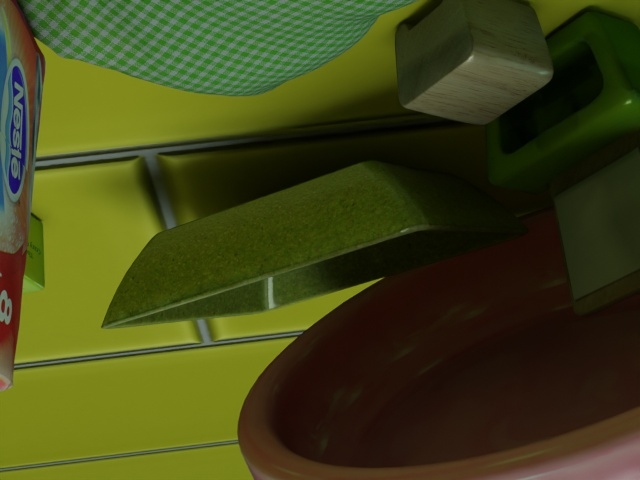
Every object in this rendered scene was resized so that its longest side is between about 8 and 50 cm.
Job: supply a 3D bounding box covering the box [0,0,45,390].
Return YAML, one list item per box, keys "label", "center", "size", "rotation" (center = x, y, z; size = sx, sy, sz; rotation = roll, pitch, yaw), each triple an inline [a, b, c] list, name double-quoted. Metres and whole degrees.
- label: "box"
  center: [-0.258, -0.033, 0.386]
  size: [0.300, 0.142, 0.154]
  rotation: [-1, 158, 3]

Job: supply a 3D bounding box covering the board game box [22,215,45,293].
- label: "board game box"
  center: [-0.225, -0.012, 0.614]
  size: [0.092, 0.043, 0.181]
  rotation: [-12, 157, 11]

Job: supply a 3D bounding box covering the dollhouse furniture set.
- label: "dollhouse furniture set"
  center: [0.044, -0.057, 0.448]
  size: [0.302, 0.151, 0.197]
  rotation: [9, 152, -34]

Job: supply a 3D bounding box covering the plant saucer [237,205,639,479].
- label: "plant saucer"
  center: [0.123, 0.068, 0.625]
  size: [0.332, 0.084, 0.332]
  rotation: [-21, -165, 6]

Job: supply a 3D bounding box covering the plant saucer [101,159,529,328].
- label: "plant saucer"
  center: [0.000, 0.000, 0.665]
  size: [0.188, 0.045, 0.188]
  rotation: [-17, 172, 24]
